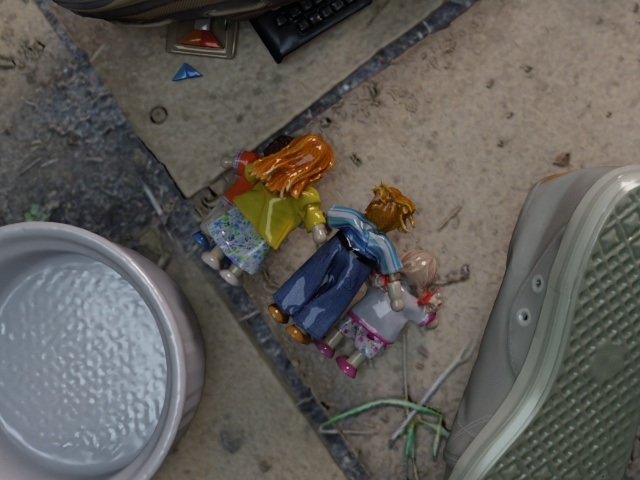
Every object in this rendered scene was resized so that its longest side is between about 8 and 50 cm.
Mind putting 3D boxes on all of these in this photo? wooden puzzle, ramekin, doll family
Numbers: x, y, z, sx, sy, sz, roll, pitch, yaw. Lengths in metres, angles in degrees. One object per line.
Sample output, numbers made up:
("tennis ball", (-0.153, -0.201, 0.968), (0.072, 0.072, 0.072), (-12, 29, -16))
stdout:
("wooden puzzle", (-0.116, -0.217, 1.090), (0.079, 0.014, 0.116), (0, 90, 10))
("ramekin", (-0.243, 0.122, 1.049), (0.277, 0.135, 0.277), (0, 90, 11))
("doll family", (0.000, 0.000, 1.014), (0.263, 0.118, 0.163), (41, 96, 8))

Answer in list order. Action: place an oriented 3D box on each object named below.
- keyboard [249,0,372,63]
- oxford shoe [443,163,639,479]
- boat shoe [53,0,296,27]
("keyboard", (-0.108, -0.314, 1.072), (0.201, 0.033, 0.317), (-33, 83, 3))
("oxford shoe", (0.192, 0.138, 0.984), (0.169, 0.130, 0.449), (11, 104, -28))
("boat shoe", (-0.072, -0.268, 0.988), (0.355, 0.130, 0.132), (-4, 83, 10))
